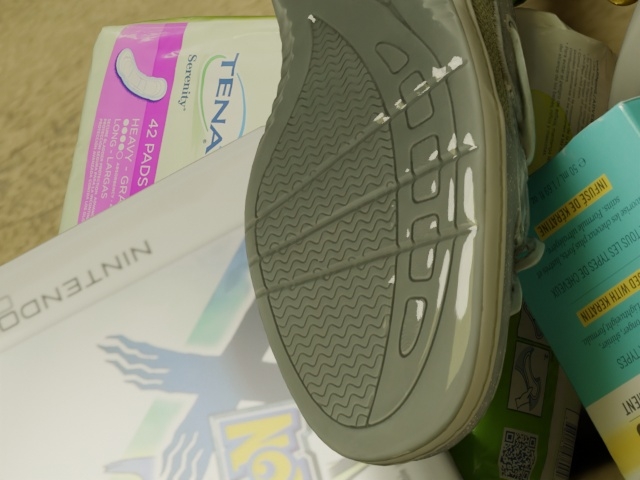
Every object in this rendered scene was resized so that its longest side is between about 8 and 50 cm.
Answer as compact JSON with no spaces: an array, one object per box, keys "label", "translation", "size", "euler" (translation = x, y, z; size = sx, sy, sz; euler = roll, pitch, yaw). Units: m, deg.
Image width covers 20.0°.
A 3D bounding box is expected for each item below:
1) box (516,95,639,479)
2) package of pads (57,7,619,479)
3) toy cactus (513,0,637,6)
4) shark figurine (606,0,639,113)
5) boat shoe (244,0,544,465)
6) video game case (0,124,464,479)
[{"label":"box","translation":[0.166,0.066,0.721],"size":[0.100,0.060,0.244],"euler":[-43,71,47]},{"label":"package of pads","translation":[0.000,0.000,0.905],"size":[0.296,0.101,0.229],"euler":[4,79,36]},{"label":"toy cactus","translation":[0.149,-0.206,0.872],"size":[0.219,0.112,0.180],"euler":[-55,33,13]},{"label":"shark figurine","translation":[0.194,-0.104,0.735],"size":[0.278,0.166,0.116],"euler":[-45,38,16]},{"label":"boat shoe","translation":[0.040,-0.053,0.752],"size":[0.118,0.103,0.320],"euler":[-28,51,31]},{"label":"video game case","translation":[-0.084,0.145,0.773],"size":[0.300,0.036,0.329],"euler":[-28,62,1]}]
